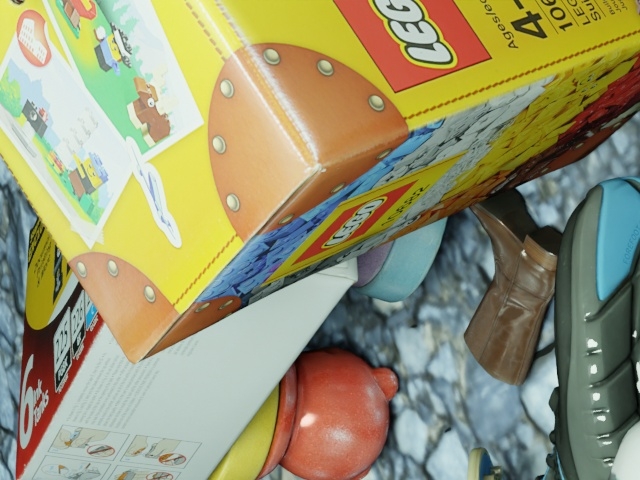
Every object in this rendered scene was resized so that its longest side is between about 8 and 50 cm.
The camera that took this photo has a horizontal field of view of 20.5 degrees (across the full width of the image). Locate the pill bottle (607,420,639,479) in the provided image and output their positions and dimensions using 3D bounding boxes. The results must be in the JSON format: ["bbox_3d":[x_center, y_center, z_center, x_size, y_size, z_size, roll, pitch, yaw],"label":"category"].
[{"bbox_3d":[0.221,0.201,0.850,0.204,0.204,0.361,18,96,48],"label":"pill bottle"}]

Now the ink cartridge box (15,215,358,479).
[{"bbox_3d":[-0.097,-0.021,1.137,0.309,0.130,0.272,124,150,-51],"label":"ink cartridge box"}]

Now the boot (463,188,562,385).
[{"bbox_3d":[0.108,0.025,1.136,0.106,0.037,0.114,47,137,36],"label":"boot"}]

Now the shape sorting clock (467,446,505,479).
[{"bbox_3d":[0.113,0.229,1.082,0.206,0.040,0.206,-9,-90,-84],"label":"shape sorting clock"}]

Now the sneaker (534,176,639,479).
[{"bbox_3d":[0.166,0.134,1.019,0.139,0.125,0.341,1,98,56],"label":"sneaker"}]

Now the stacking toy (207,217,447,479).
[{"bbox_3d":[0.000,0.000,1.246,0.279,0.130,0.309,-107,32,-51],"label":"stacking toy"}]

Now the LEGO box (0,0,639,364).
[{"bbox_3d":[-0.054,-0.240,0.937,0.500,0.372,0.193,56,138,11],"label":"LEGO box"}]
